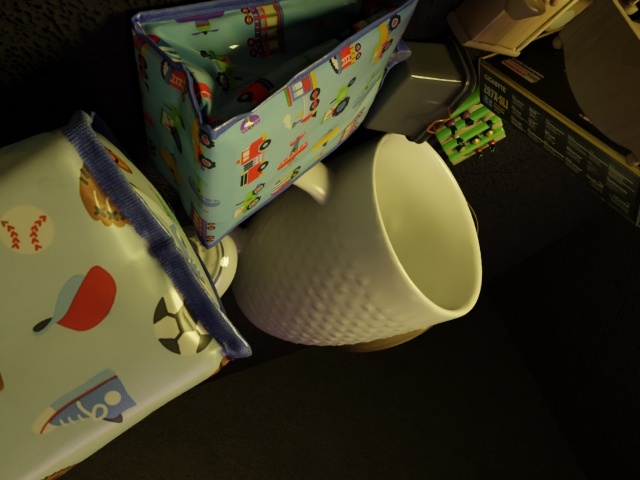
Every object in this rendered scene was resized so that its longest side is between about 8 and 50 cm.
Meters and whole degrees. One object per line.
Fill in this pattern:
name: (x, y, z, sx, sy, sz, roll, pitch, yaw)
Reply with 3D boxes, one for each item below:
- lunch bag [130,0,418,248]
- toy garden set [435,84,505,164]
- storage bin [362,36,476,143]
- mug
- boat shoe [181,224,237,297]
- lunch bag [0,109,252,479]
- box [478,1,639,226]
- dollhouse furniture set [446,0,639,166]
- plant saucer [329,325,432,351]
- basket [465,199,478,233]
lunch bag: (-0.020, -0.149, 0.642, 0.293, 0.138, 0.221, -29, 164, -22)
toy garden set: (0.296, -0.200, 1.047, 0.203, 0.049, 0.244, -29, 163, 14)
storage bin: (0.110, -0.180, 0.777, 0.091, 0.098, 0.135, -3, 155, -30)
mug: (0.000, 0.000, 0.932, 0.328, 0.276, 0.374, -22, 138, 35)
boat shoe: (-0.297, 0.055, 0.843, 0.367, 0.136, 0.156, -15, 162, 22)
lunch bag: (-0.268, 0.055, 0.546, 0.327, 0.239, 0.385, -33, -158, -10)
box: (0.394, -0.178, 0.789, 0.257, 0.322, 0.079, -21, 133, -9)
dollhouse furniture set: (0.310, -0.149, 0.667, 0.303, 0.356, 0.174, -7, 157, -42)
plant saucer: (0.107, 0.089, 1.128, 0.277, 0.041, 0.278, -19, -151, 11)
basket: (0.184, -0.003, 1.340, 0.204, 0.154, 0.227, -2, 157, -34)
